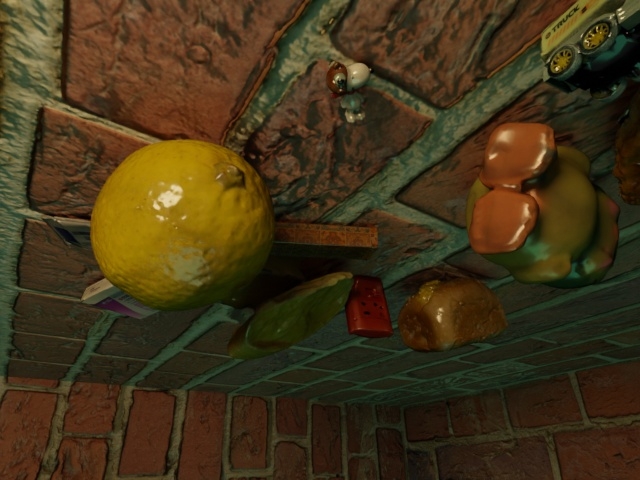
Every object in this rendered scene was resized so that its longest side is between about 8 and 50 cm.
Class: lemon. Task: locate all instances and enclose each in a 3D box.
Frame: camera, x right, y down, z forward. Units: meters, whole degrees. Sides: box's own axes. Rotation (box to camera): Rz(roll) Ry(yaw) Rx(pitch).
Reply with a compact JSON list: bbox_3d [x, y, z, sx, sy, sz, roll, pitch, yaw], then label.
[{"bbox_3d":[-0.193,-0.020,0.616,0.268,0.267,0.267,-1,151,-1],"label":"lemon"}]

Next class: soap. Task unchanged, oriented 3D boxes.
[{"bbox_3d":[-0.146,0.089,0.984,0.135,0.076,0.233,14,146,-28],"label":"soap"},{"bbox_3d":[-0.083,0.202,1.049,0.306,0.115,0.427,-29,172,-22],"label":"soap"}]

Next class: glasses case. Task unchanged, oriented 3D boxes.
[{"bbox_3d":[0.000,0.000,0.858,0.218,0.049,0.075,3,157,-8],"label":"glasses case"}]

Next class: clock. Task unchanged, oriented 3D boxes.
[{"bbox_3d":[0.119,0.163,1.054,0.113,0.155,0.061,9,139,-20],"label":"clock"}]

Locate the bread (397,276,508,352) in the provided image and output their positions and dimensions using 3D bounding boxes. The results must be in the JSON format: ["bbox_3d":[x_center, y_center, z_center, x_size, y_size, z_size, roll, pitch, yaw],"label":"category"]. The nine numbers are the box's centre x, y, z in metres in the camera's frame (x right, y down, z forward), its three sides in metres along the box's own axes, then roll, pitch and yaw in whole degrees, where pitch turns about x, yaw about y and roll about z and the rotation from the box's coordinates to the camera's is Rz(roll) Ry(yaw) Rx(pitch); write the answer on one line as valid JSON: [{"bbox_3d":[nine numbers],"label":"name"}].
[{"bbox_3d":[0.330,0.182,1.082,0.247,0.176,0.195,-3,165,-29],"label":"bread"}]

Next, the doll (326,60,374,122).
[{"bbox_3d":[0.034,-0.188,0.538,0.058,0.040,0.085,-7,152,-11],"label":"doll"}]

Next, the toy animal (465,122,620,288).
[{"bbox_3d":[0.345,-0.033,0.687,0.338,0.215,0.191,18,172,-37],"label":"toy animal"}]

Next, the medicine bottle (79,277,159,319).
[{"bbox_3d":[-0.463,0.131,1.068,0.201,0.052,0.171,-22,145,29],"label":"medicine bottle"}]

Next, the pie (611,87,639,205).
[{"bbox_3d":[0.521,-0.168,0.552,0.309,0.085,0.308,-4,147,-2],"label":"pie"}]

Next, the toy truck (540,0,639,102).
[{"bbox_3d":[0.304,-0.229,0.404,0.085,0.116,0.191,11,158,-21],"label":"toy truck"}]

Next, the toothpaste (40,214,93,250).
[{"bbox_3d":[-0.383,-0.001,0.836,0.283,0.068,0.099,8,120,2],"label":"toothpaste"}]
